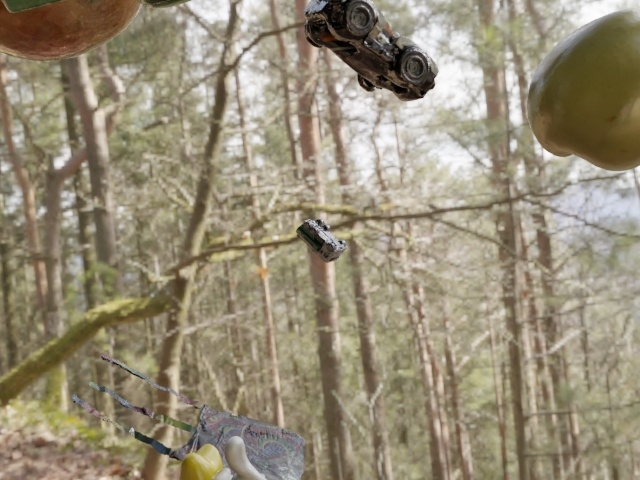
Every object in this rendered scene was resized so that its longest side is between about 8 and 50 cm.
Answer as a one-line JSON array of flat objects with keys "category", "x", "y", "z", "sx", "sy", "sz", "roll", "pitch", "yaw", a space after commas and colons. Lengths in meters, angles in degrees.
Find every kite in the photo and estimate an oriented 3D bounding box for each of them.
[{"category": "kite", "x": -0.153, "y": 0.222, "z": 0.959, "sx": 0.285, "sy": 0.015, "sz": 0.152, "roll": 27, "pitch": 25, "yaw": 3}]

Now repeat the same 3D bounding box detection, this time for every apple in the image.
[{"category": "apple", "x": -0.301, "y": -0.312, "z": 0.840, "sx": 0.194, "sy": 0.261, "sz": 0.261, "roll": 4, "pitch": 8, "yaw": 42}, {"category": "apple", "x": 0.349, "y": -0.175, "z": 0.983, "sx": 0.200, "sy": 0.200, "sz": 0.200, "roll": -6, "pitch": 1, "yaw": 0}]

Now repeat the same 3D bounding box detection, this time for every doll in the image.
[{"category": "doll", "x": -0.087, "y": 0.244, "z": 0.789, "sx": 0.113, "sy": 0.135, "sz": 0.071, "roll": 22, "pitch": 32, "yaw": 18}]

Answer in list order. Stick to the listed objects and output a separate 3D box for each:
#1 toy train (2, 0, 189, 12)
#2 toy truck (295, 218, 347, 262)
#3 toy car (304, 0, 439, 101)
[{"category": "toy train", "x": -0.159, "y": -0.273, "z": 0.505, "sx": 0.188, "sy": 0.271, "sz": 0.159, "roll": 3, "pitch": 37, "yaw": 36}, {"category": "toy truck", "x": 0.000, "y": 0.000, "z": 1.295, "sx": 0.039, "sy": 0.083, "sz": 0.044, "roll": -15, "pitch": -37, "yaw": -52}, {"category": "toy car", "x": 0.103, "y": -0.389, "z": 1.635, "sx": 0.301, "sy": 0.118, "sz": 0.193, "roll": 33, "pitch": -11, "yaw": -23}]
